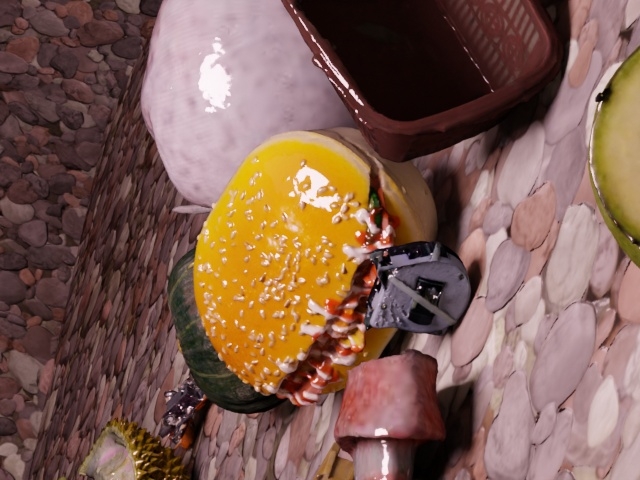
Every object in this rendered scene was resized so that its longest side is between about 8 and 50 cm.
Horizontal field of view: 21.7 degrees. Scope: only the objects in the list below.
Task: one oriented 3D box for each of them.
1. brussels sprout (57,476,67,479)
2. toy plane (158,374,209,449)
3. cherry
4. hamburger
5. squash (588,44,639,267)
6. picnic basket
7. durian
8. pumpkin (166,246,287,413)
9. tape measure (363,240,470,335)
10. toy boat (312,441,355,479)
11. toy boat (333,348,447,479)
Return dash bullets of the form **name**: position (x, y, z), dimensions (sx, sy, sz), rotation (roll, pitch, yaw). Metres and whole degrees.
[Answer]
- **brussels sprout**: position (-0.288, 0.510, 1.850), dimensions (0.425, 0.342, 0.361), rotation (-96, 2, -65)
- **toy plane**: position (-0.177, 0.216, 2.290), dimensions (0.135, 0.062, 0.188), rotation (-88, 23, -50)
- **cherry**: position (-0.058, -0.184, 1.828), dimensions (0.291, 0.335, 0.326), rotation (13, 49, 37)
- **hamburger**: position (-0.012, 0.022, 1.662), dimensions (0.151, 0.227, 0.295), rotation (-37, -18, -47)
- **squash**: position (0.281, -0.047, 1.118), dimensions (0.189, 0.189, 0.260), rotation (-71, -20, -2)
- **picnic basket**: position (0.073, -0.204, 1.568), dimensions (0.297, 0.222, 0.129), rotation (60, 163, 21)
- **durian**: position (-0.234, 0.347, 2.189), dimensions (0.193, 0.138, 0.237), rotation (-59, 21, 23)
- **pumpkin**: position (-0.093, 0.096, 1.921), dimensions (0.211, 0.152, 0.211), rotation (162, 90, -81)
- **tape measure**: position (0.089, 0.042, 1.528), dimensions (0.054, 0.094, 0.091), rotation (-109, 22, -63)
- **toy boat**: position (-0.001, 0.295, 1.595), dimensions (0.072, 0.064, 0.206), rotation (-50, -22, -81)
- **toy boat**: position (0.059, 0.251, 1.448), dimensions (0.206, 0.096, 0.282), rotation (116, 155, -68)
